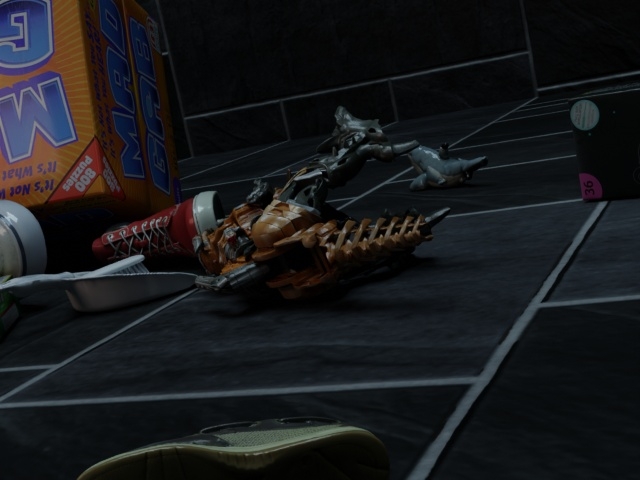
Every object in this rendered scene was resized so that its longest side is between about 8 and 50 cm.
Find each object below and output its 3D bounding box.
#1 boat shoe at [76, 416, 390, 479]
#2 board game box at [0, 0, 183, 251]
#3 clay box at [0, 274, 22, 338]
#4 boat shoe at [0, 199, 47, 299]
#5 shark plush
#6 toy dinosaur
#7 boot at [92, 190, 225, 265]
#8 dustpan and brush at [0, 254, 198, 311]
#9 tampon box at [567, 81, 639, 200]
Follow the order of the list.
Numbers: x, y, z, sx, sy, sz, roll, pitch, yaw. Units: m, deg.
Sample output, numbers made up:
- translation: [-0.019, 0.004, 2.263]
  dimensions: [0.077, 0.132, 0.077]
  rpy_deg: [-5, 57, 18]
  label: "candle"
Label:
- translation: [-0.044, 0.119, 0.494]
  dimensions: [0.152, 0.056, 0.049]
  rpy_deg: [-4, 4, -9]
  label: "boat shoe"
- translation: [-0.446, -0.182, 1.513]
  dimensions: [0.357, 0.356, 0.356]
  rpy_deg: [-10, -8, 9]
  label: "board game box"
- translation: [-0.448, 0.095, 1.083]
  dimensions: [0.222, 0.053, 0.127]
  rpy_deg: [-14, 10, -4]
  label: "clay box"
- translation: [-0.496, 0.038, 1.230]
  dimensions: [0.367, 0.135, 0.156]
  rpy_deg: [-7, 10, 39]
  label: "boat shoe"
- translation: [0.179, -0.111, 1.466]
  dimensions: [0.073, 0.067, 0.161]
  rpy_deg: [-15, 10, -19]
  label: "shark plush"
- translation: [0.000, 0.000, 0.966]
  dimensions: [0.218, 0.164, 0.322]
  rpy_deg: [-34, 38, -28]
  label: "toy dinosaur"
- translation: [-0.202, -0.001, 1.255]
  dimensions: [0.176, 0.088, 0.244]
  rpy_deg: [-13, 2, -7]
  label: "boot"
- translation: [-0.254, 0.047, 1.101]
  dimensions: [0.211, 0.060, 0.147]
  rpy_deg: [-20, 13, -42]
  label: "dustpan and brush"
- translation: [0.376, -0.118, 1.119]
  dimensions: [0.161, 0.120, 0.101]
  rpy_deg: [-5, 12, 37]
  label: "tampon box"
